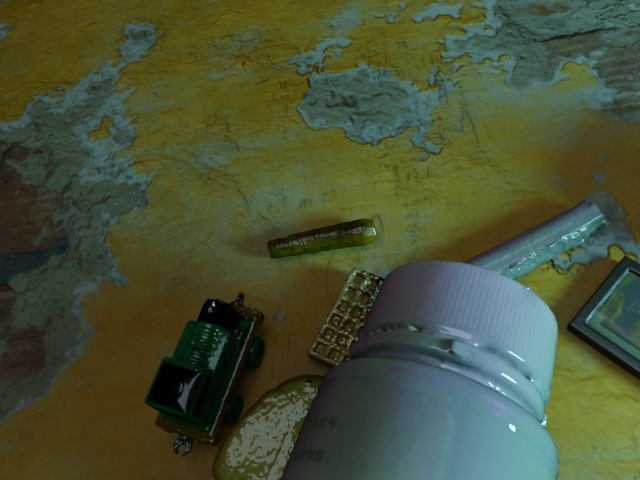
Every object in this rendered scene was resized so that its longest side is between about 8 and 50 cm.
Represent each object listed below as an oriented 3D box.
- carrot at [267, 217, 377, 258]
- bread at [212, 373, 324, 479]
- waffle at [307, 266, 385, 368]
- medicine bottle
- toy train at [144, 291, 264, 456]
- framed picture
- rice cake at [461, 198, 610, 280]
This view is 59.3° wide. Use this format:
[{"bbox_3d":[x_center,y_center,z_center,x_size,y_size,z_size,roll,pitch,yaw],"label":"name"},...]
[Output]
[{"bbox_3d":[0.000,0.000,0.849,0.171,0.042,0.042,-11,60,7],"label":"carrot"},{"bbox_3d":[-0.031,0.263,0.706,0.149,0.065,0.188,40,73,17],"label":"bread"},{"bbox_3d":[0.057,0.116,0.772,0.102,0.042,0.148,23,69,23],"label":"waffle"},{"bbox_3d":[0.113,0.208,0.587,0.256,0.256,0.324,13,55,19],"label":"medicine bottle"},{"bbox_3d":[-0.149,0.165,0.739,0.091,0.136,0.227,12,68,18],"label":"toy train"},{"bbox_3d":[0.420,0.113,0.700,0.168,0.023,0.128,38,76,28],"label":"framed picture"},{"bbox_3d":[0.268,0.020,0.772,0.270,0.049,0.055,-26,45,-1],"label":"rice cake"}]
